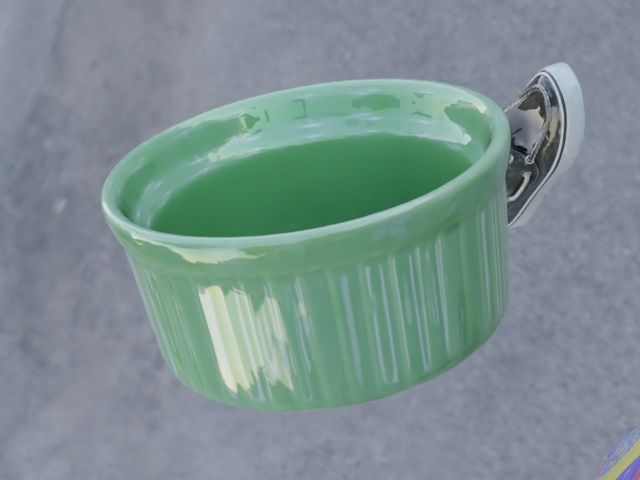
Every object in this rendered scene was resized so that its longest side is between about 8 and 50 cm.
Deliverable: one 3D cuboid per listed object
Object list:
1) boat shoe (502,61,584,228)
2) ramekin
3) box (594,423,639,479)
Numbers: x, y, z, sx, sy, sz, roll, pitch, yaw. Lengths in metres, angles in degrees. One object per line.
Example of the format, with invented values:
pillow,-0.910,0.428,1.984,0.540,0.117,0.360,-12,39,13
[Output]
boat shoe,0.178,-0.075,1.375,0.219,0.070,0.078,108,143,-53
ramekin,0.000,0.000,1.126,0.303,0.148,0.303,-9,24,4
box,0.250,0.199,0.655,0.177,0.279,0.290,-48,-6,29
